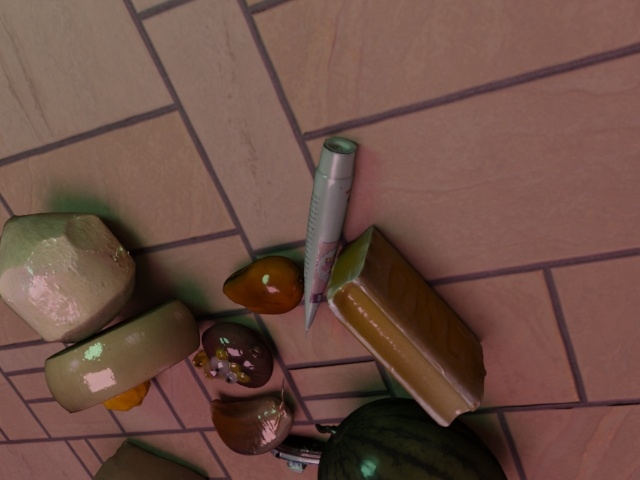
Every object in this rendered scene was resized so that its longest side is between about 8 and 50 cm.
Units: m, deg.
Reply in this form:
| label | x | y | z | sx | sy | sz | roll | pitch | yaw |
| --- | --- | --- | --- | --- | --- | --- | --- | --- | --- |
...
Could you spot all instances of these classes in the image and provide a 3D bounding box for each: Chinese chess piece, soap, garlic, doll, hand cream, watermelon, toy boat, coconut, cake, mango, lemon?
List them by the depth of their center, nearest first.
| label | x | y | z | sx | sy | sz | roll | pitch | yaw |
| --- | --- | --- | --- | --- | --- | --- | --- | --- | --- |
| soap | 0.131 | 0.126 | 1.068 | 0.089 | 0.173 | 0.274 | -37 | 105 | 26 |
| hand cream | 0.000 | 0.000 | 1.094 | 0.058 | 0.085 | 0.331 | 11 | 122 | -2 |
| mango | -0.088 | 0.074 | 1.172 | 0.105 | 0.084 | 0.159 | 44 | 150 | -27 |
| watermelon | 0.148 | 0.411 | 1.179 | 0.359 | 0.279 | 0.279 | 37 | 127 | -6 |
| coconut | -0.442 | 0.051 | 1.205 | 0.224 | 0.224 | 0.234 | -15 | 116 | 28 |
| Chinese chess piece | -0.341 | 0.196 | 1.228 | 0.273 | 0.273 | 0.102 | -24 | 92 | 31 |
| doll | -0.160 | 0.224 | 1.292 | 0.145 | 0.096 | 0.188 | 36 | 137 | 5 |
| garlic | -0.117 | 0.342 | 1.357 | 0.198 | 0.090 | 0.129 | -22 | 100 | 35 |
| lemon | -0.402 | 0.267 | 1.392 | 0.114 | 0.114 | 0.155 | -26 | 108 | 32 |
| toy boat | -0.036 | 0.426 | 1.393 | 0.140 | 0.059 | 0.066 | 5 | 106 | 20 |
| cake | -0.411 | 0.631 | 1.559 | 0.230 | 0.237 | 0.309 | 25 | 126 | 3 |
